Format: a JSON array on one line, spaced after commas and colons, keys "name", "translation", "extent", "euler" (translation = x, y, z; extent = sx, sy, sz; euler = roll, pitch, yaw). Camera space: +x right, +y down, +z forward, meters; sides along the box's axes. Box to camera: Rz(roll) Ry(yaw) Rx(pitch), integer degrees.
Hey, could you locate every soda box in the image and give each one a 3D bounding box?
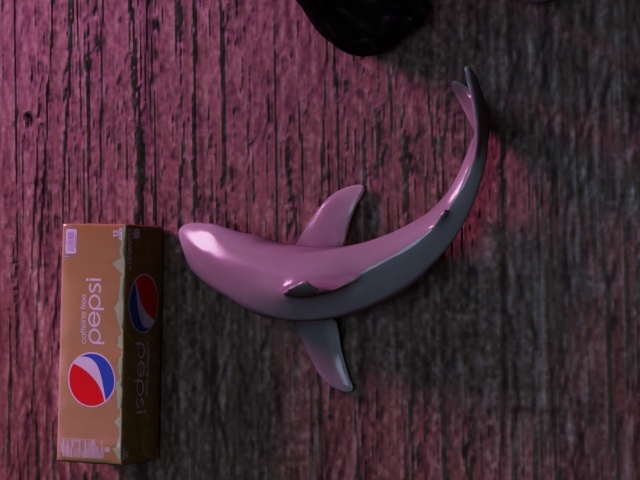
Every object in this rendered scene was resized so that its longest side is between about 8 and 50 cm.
[{"name": "soda box", "translation": [-0.159, 0.078, 1.438], "extent": [0.058, 0.061, 0.181], "euler": [1, 89, 24]}]

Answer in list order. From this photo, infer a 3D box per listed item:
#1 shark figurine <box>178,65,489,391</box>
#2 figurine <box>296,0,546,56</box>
[{"name": "shark figurine", "translation": [0.026, 0.005, 1.331], "extent": [0.278, 0.116, 0.166], "euler": [-29, 79, 23]}, {"name": "figurine", "translation": [0.058, -0.198, 1.265], "extent": [0.214, 0.209, 0.092], "euler": [-15, 83, 23]}]
